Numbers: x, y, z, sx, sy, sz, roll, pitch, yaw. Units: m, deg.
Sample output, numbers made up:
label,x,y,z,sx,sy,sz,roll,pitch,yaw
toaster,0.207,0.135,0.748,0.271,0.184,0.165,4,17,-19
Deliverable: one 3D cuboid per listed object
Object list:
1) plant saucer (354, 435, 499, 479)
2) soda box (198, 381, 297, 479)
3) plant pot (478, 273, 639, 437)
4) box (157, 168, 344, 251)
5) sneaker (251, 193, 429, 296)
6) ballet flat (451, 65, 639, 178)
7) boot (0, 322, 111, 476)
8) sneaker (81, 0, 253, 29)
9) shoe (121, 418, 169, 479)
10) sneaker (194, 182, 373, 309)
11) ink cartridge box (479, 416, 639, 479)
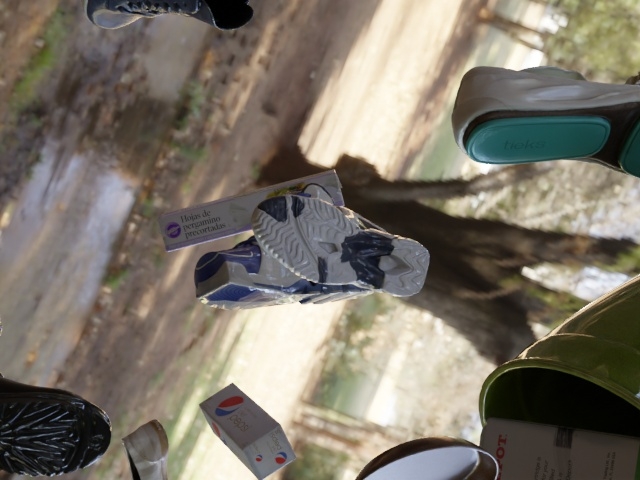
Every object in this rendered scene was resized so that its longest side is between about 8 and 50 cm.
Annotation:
label,x,y,z,sx,sy,sz,roll,pitch,yaw
plant saucer,0.105,0.254,1.093,0.168,0.168,0.029,108,-27,-45
soda box,-0.122,0.307,1.678,0.074,0.069,0.216,-31,-158,-17
plant pot,0.461,0.196,1.367,0.353,0.366,0.366,-40,162,-29
box,-0.120,-0.053,1.806,0.067,0.324,0.063,-95,170,-82
sneaker,0.000,0.000,1.245,0.153,0.235,0.094,14,-88,61
ballet flat,0.349,-0.154,1.243,0.139,0.400,0.139,-176,-90,-79
boot,-0.486,0.211,1.546,0.260,0.348,0.131,-108,-149,-60
sneaker,-0.171,-0.316,1.297,0.350,0.148,0.131,-22,175,41
shoe,-0.254,0.352,1.504,0.058,0.076,0.219,-23,132,-32
sneaker,-0.062,0.006,1.586,0.127,0.315,0.182,-23,-108,44
ink cartridge box,0.340,0.345,1.290,0.121,0.289,0.211,20,77,-44
